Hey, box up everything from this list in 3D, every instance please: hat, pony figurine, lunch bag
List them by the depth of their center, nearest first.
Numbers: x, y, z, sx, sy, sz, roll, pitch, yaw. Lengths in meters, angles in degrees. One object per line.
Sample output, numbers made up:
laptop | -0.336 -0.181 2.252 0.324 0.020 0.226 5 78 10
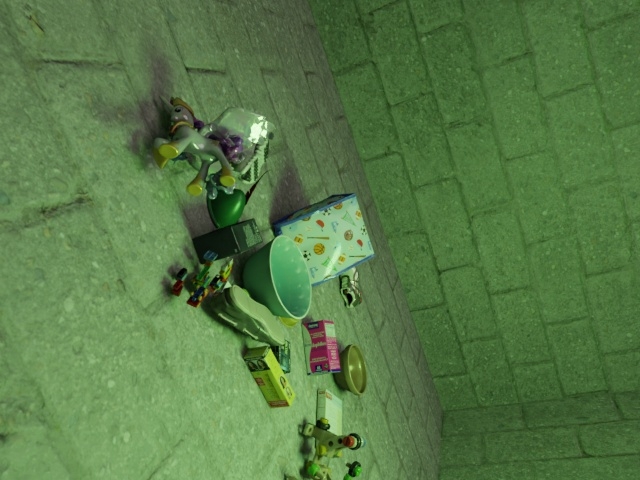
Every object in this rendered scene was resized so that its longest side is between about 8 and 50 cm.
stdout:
pony figurine | -0.347 -0.288 1.439 0.351 0.303 0.363 26 33 -30
hat | -0.271 -0.142 1.631 0.173 0.184 0.208 11 66 -66
lunch bag | 0.000 0.000 2.085 0.386 0.239 0.327 -28 105 -28

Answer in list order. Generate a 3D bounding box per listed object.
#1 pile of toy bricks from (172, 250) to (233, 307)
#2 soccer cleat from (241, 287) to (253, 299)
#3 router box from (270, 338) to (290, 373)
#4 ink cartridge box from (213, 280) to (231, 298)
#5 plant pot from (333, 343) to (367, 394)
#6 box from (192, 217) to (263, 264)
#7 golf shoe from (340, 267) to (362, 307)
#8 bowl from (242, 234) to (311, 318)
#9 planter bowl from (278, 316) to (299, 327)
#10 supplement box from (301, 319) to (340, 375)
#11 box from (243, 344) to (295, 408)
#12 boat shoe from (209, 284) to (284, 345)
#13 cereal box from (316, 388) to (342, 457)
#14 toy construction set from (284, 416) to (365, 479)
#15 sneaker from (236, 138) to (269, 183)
pile of toy bricks | -0.353 0.130 1.382 0.212 0.118 0.105 -59 171 -50
soccer cleat | -0.248 0.244 1.618 0.072 0.060 0.178 -66 144 -72
router box | -0.150 0.431 1.749 0.092 0.038 0.122 46 36 -52
ink cartridge box | -0.317 0.191 1.511 0.062 0.029 0.115 63 26 -27
plant pot | 0.132 0.619 2.220 0.237 0.110 0.237 -14 90 -69
box | -0.298 0.001 1.510 0.158 0.156 0.093 -35 108 -67
golf shoe | 0.157 0.236 2.551 0.120 0.105 0.272 -25 98 -61
bowl | -0.173 0.147 1.712 0.311 0.163 0.311 -14 90 -68
planter bowl | -0.103 0.243 1.918 0.217 0.091 0.217 47 35 -49
supplement box | 0.002 0.461 2.004 0.114 0.111 0.219 29 49 -61
box | -0.175 0.471 1.602 0.232 0.088 0.058 67 25 -22
boat shoe | -0.233 0.258 1.521 0.335 0.096 0.112 53 15 -44
cereal box | 0.039 0.774 1.974 0.173 0.048 0.240 52 30 -44
toy construction set | -0.011 0.800 1.712 0.309 0.237 0.257 -3 109 -51
sneaker | -0.285 -0.311 1.807 0.292 0.119 0.110 -76 177 -56
